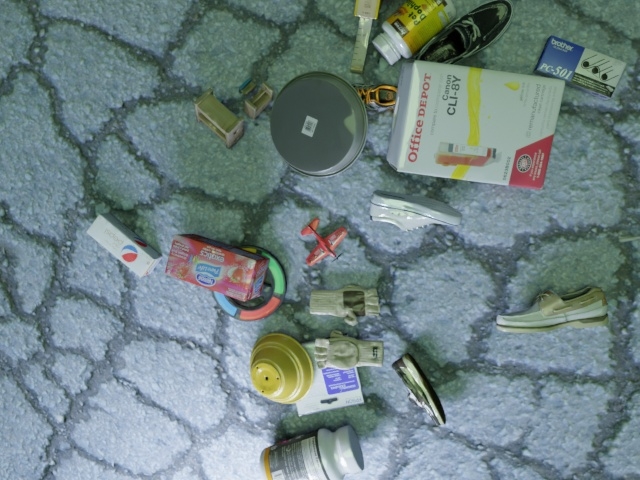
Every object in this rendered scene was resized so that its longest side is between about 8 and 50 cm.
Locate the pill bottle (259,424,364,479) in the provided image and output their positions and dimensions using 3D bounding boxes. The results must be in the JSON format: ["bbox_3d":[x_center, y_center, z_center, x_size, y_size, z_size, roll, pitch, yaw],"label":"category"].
[{"bbox_3d":[-0.024,0.645,1.742,0.278,0.162,0.162,-21,93,9],"label":"pill bottle"}]

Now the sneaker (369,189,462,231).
[{"bbox_3d":[0.262,-0.070,1.669,0.257,0.094,0.091,14,116,10],"label":"sneaker"}]

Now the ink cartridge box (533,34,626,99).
[{"bbox_3d":[0.682,-0.455,1.580,0.206,0.046,0.097,22,98,5],"label":"ink cartridge box"}]

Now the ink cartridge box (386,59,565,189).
[{"bbox_3d":[0.386,-0.296,1.537,0.384,0.160,0.280,7,104,-4],"label":"ink cartridge box"}]

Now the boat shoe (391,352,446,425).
[{"bbox_3d":[0.282,0.435,1.722,0.073,0.080,0.224,-30,86,15],"label":"boat shoe"}]

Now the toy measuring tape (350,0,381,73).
[{"bbox_3d":[0.132,-0.629,1.624,0.121,0.121,0.330,12,120,6],"label":"toy measuring tape"}]

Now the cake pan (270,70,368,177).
[{"bbox_3d":[-0.016,-0.316,1.651,0.292,0.054,0.294,5,105,20],"label":"cake pan"}]

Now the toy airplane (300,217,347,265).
[{"bbox_3d":[0.000,0.000,1.732,0.151,0.028,0.151,1,95,7],"label":"toy airplane"}]

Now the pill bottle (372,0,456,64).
[{"bbox_3d":[0.245,-0.570,1.589,0.215,0.117,0.117,-40,90,10],"label":"pill bottle"}]

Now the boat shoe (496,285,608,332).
[{"bbox_3d":[0.626,0.187,1.634,0.301,0.113,0.104,-7,94,-2],"label":"boat shoe"}]

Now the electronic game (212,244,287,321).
[{"bbox_3d":[-0.212,0.128,1.765,0.229,0.048,0.230,1,96,7],"label":"electronic game"}]

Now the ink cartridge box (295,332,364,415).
[{"bbox_3d":[0.009,0.395,1.766,0.206,0.045,0.209,-13,93,9],"label":"ink cartridge box"}]

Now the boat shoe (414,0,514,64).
[{"bbox_3d":[0.380,-0.541,1.582,0.301,0.102,0.108,-30,92,10],"label":"boat shoe"}]

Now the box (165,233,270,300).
[{"bbox_3d":[-0.289,0.072,1.691,0.256,0.128,0.123,17,95,12],"label":"box"}]

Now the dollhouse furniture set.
[{"bbox_3d":[-0.243,-0.379,1.689,0.129,0.129,0.184,42,76,2],"label":"dollhouse furniture set"}]

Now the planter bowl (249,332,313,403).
[{"bbox_3d":[-0.135,0.385,1.730,0.217,0.090,0.218,5,100,26],"label":"planter bowl"}]

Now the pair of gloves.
[{"bbox_3d":[0.075,0.247,1.713,0.204,0.042,0.240,-6,76,6],"label":"pair of gloves"}]

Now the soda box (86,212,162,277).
[{"bbox_3d":[-0.585,0.012,1.791,0.216,0.069,0.074,39,100,1],"label":"soda box"}]

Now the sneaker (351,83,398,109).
[{"bbox_3d":[0.132,-0.395,1.642,0.214,0.083,0.084,-5,97,9],"label":"sneaker"}]
